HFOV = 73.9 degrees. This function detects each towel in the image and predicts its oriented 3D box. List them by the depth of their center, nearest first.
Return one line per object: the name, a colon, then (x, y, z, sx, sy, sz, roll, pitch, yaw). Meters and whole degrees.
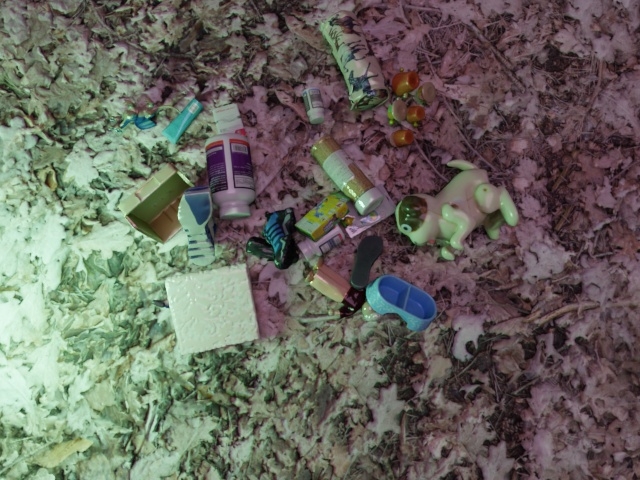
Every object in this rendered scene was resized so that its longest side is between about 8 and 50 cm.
towel: (-0.421, 0.269, 1.690, 0.331, 0.053, 0.317, -11, 93, -1)

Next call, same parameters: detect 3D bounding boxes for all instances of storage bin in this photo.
storage bin: (-0.601, -0.141, 1.657, 0.262, 0.260, 0.123, -43, 78, -7)

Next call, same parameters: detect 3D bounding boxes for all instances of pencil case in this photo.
pencil case: (0.143, -0.766, 1.818, 0.183, 0.160, 0.410, -20, 84, -26)

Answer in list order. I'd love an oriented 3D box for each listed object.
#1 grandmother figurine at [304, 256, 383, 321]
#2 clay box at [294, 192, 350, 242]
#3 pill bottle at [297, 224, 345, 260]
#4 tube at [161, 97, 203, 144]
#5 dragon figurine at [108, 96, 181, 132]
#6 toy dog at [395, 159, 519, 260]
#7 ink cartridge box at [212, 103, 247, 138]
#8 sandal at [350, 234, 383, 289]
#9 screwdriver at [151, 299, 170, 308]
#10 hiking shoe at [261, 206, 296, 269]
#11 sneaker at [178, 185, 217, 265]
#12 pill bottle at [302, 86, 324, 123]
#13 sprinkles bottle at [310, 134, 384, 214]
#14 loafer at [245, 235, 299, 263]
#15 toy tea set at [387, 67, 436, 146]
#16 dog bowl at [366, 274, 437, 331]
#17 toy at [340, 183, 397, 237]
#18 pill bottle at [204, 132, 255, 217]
grandmother figurine: (0.103, 0.220, 1.719, 0.342, 0.104, 0.208, 31, 82, 3)
clay box: (0.017, -0.098, 1.707, 0.222, 0.127, 0.053, -41, 128, -16)
pill bottle: (0.000, 0.000, 1.739, 0.180, 0.108, 0.108, -33, 85, -6)
tube: (-0.586, -0.511, 1.815, 0.080, 0.052, 0.207, 40, 88, 11)
dragon figurine: (-0.744, -0.525, 1.788, 0.289, 0.144, 0.085, -16, 83, -23)
toy dog: (0.503, -0.122, 1.693, 0.407, 0.284, 0.396, -17, 83, -2)
ink cartridge box: (-0.385, -0.490, 1.810, 0.109, 0.063, 0.151, -16, 83, -4)
sandal: (0.182, 0.086, 1.748, 0.097, 0.054, 0.254, 22, 64, 10)
screwdriver: (-0.601, 0.277, 1.728, 0.169, 0.025, 0.024, 22, 81, -8)
hiking shoe: (-0.169, -0.001, 1.698, 0.132, 0.113, 0.304, -7, 45, 9)
sneaker: (-0.477, -0.077, 1.677, 0.127, 0.182, 0.316, -3, 120, -10)
pill bottle: (-0.027, -0.578, 1.829, 0.078, 0.078, 0.137, -11, 84, -4)
sprinkles bottle: (0.106, -0.269, 1.740, 0.121, 0.121, 0.355, -37, 74, -6)
loafer: (-0.197, 0.051, 1.749, 0.223, 0.076, 0.078, 19, 119, -7)
toy tea set: (0.358, -0.570, 1.844, 0.200, 0.124, 0.336, 31, 78, -31)
dog bowl: (0.330, 0.241, 1.696, 0.297, 0.074, 0.166, 28, 52, -4)
toy: (0.188, -0.121, 1.787, 0.237, 0.056, 0.137, -30, 83, -13)
pill bottle: (-0.362, -0.254, 1.721, 0.181, 0.181, 0.323, -7, 83, -3)
